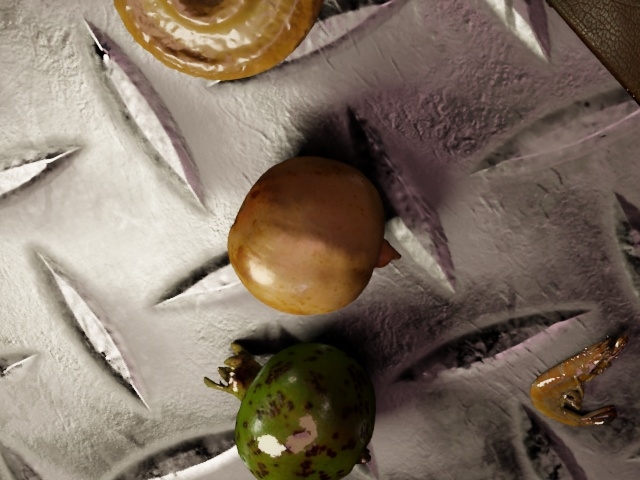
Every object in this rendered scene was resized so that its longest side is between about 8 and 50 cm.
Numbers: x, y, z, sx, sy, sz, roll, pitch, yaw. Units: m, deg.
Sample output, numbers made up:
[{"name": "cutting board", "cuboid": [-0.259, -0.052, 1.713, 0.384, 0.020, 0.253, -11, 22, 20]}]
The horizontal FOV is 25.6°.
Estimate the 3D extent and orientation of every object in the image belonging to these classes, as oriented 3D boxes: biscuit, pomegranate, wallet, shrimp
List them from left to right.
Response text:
[{"name": "biscuit", "cuboid": [-0.105, -0.302, 1.683, 0.213, 0.091, 0.274, 39, 116, -10]}, {"name": "pomegranate", "cuboid": [-0.042, 0.229, 1.917, 0.263, 0.211, 0.211, 29, 122, 16]}, {"name": "pomegranate", "cuboid": [-0.015, -0.005, 1.774, 0.207, 0.207, 0.207, 4, 120, 7]}, {"name": "shrimp", "cuboid": [0.374, 0.200, 1.917, 0.124, 0.034, 0.178, 42, 119, -17]}, {"name": "wallet", "cuboid": [0.337, -0.258, 1.553, 0.039, 0.243, 0.133, 9, 122, -27]}]
